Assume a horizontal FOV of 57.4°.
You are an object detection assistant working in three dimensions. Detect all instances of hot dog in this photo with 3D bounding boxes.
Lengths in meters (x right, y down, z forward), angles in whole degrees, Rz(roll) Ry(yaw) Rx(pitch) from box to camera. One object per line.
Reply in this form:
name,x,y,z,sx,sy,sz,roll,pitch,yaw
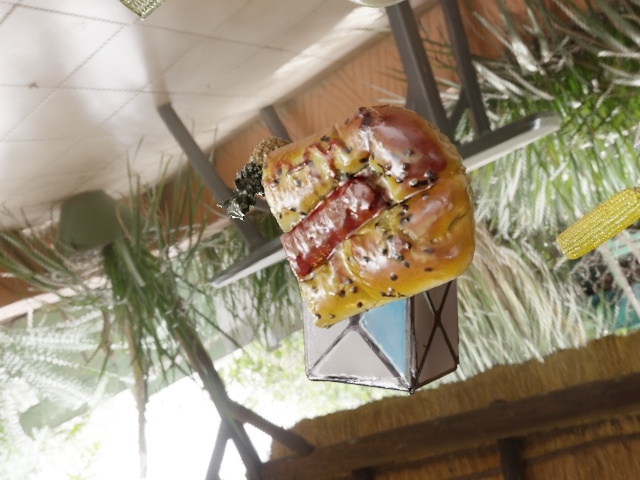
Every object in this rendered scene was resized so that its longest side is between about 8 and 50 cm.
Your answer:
hot dog,0.095,-0.052,1.070,0.365,0.368,0.196,-21,178,26

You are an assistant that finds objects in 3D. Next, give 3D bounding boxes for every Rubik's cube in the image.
Rubik's cube,0.144,0.179,1.420,0.306,0.306,0.310,-2,179,32

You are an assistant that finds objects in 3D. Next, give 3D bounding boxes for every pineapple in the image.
pineapple,-0.160,-0.159,1.516,0.248,0.128,0.128,-54,-166,-30

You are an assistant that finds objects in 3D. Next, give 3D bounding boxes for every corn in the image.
corn,0.668,-0.040,1.385,0.081,0.081,0.248,-23,163,-43

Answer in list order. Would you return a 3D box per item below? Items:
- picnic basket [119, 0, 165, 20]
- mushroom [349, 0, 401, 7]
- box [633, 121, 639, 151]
picnic basket,-0.387,-0.592,1.204,0.154,0.134,0.196,-14,142,43
mushroom,0.146,-0.768,1.429,0.362,0.295,0.363,-25,143,-21
box,0.893,-0.262,1.295,0.106,0.200,0.299,-58,-175,-36
